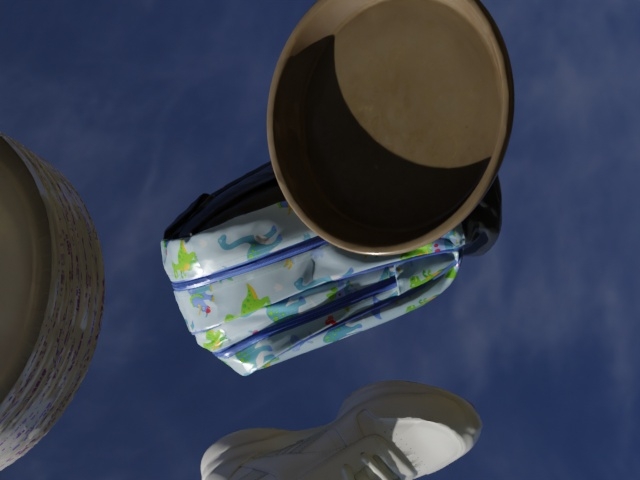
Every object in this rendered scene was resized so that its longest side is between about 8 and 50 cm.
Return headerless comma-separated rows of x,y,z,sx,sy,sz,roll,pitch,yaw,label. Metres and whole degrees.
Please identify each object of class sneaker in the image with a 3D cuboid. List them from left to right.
0.016,0.230,1.200,0.114,0.305,0.152,47,-148,-32,sneaker

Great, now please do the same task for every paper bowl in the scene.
-0.314,0.038,0.950,0.148,0.284,0.284,41,-127,-67,paper bowl

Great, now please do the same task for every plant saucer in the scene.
0.067,-0.123,1.239,0.041,0.277,0.278,5,-100,-55,plant saucer

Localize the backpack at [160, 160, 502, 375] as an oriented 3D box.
0.000,0.000,1.460,0.355,0.290,0.274,-8,-79,-10,backpack
